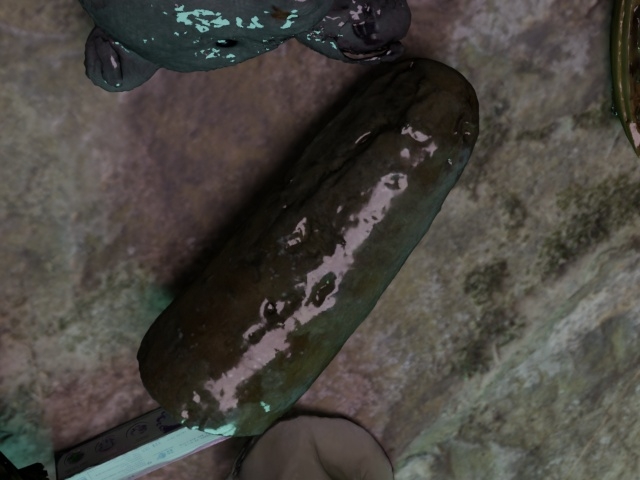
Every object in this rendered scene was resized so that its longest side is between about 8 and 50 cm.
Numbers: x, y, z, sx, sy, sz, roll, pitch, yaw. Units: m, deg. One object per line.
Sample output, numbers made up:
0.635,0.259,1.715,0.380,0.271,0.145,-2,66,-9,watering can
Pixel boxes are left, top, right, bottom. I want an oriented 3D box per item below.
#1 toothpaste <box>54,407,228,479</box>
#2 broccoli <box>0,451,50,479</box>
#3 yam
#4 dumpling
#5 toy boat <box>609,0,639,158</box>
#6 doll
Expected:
-0.130,0.167,0.991,0.196,0.047,0.040,-24,119,-4,toothpaste
-0.339,0.296,0.877,0.277,0.317,0.339,9,84,-24,broccoli
0.000,0.000,0.897,0.133,0.133,0.330,33,100,-30,yam
0.011,0.259,1.057,0.172,0.142,0.247,-41,122,-35,dumpling
0.268,-0.162,0.913,0.064,0.072,0.206,-11,120,-9,toy boat
0.001,-0.212,0.751,0.340,0.158,0.246,-15,134,-12,doll
